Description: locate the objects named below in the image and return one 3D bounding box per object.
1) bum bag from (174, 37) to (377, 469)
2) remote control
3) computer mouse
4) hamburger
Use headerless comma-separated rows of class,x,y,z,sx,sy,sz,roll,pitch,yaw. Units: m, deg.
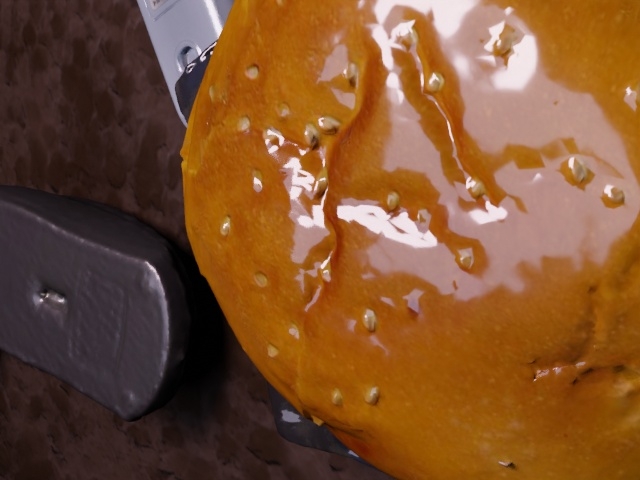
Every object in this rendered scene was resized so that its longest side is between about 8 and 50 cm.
bum bag,0.000,0.000,0.762,0.137,0.074,0.310,-16,90,27
remote control,-0.093,-0.178,0.836,0.087,0.047,0.244,-25,83,43
computer mouse,-0.188,0.037,0.971,0.270,0.086,0.137,22,112,32
hamburger,0.079,-0.024,0.581,0.314,0.170,0.290,32,118,25
